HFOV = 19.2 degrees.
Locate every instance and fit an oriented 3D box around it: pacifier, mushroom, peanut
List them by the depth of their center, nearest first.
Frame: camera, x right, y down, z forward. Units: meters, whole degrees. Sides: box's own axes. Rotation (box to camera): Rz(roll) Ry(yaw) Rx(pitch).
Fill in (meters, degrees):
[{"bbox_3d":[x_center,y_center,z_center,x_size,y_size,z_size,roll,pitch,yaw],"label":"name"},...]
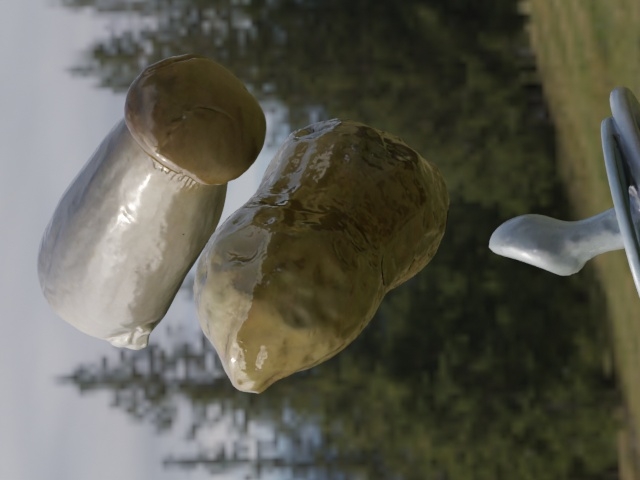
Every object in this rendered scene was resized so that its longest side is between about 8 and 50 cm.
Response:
[{"bbox_3d":[0.000,0.000,0.914,0.214,0.099,0.099,-48,-38,-52],"label":"peanut"},{"bbox_3d":[-0.170,-0.023,1.753,0.407,0.137,0.154,131,147,-58],"label":"mushroom"},{"bbox_3d":[0.263,-0.019,1.810,0.279,0.207,0.227,9,-116,-73],"label":"pacifier"}]
